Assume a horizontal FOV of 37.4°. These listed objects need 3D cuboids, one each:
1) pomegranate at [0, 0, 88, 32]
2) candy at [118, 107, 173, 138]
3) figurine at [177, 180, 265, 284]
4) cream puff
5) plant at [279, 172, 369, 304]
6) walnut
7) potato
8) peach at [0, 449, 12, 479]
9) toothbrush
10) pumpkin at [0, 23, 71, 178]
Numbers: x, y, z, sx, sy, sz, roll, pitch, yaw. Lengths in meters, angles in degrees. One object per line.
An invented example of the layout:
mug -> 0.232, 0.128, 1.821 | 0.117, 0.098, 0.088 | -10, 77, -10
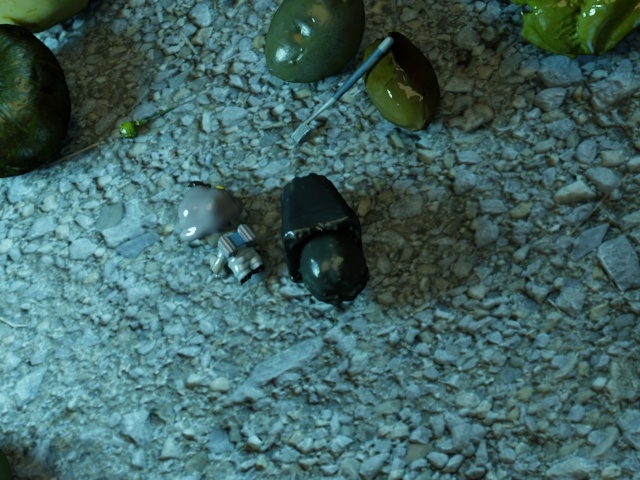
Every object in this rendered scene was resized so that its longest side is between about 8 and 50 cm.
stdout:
pomegranate -> -0.611, -0.592, 1.938 | 0.342, 0.342, 0.342 | -2, 66, 4
candy -> -0.350, -0.241, 1.900 | 0.123, 0.035, 0.035 | -31, 77, -19
figurine -> -0.189, -0.024, 1.745 | 0.137, 0.112, 0.229 | -33, 77, -15
cream puff -> 0.499, -0.506, 1.834 | 0.378, 0.275, 0.378 | 4, 37, -3
plant -> 0.000, 0.000, 1.689 | 0.141, 0.164, 0.256 | -16, 50, -6
walnut -> 0.154, -0.309, 1.829 | 0.137, 0.137, 0.245 | -22, 64, -5
potato -> -0.012, -0.414, 1.882 | 0.235, 0.160, 0.178 | -40, 43, 3
peach -> -0.651, 0.406, 1.508 | 0.292, 0.247, 0.292 | 9, 56, -14
toothbrush -> 0.043, -0.286, 1.818 | 0.275, 0.019, 0.025 | -44, 62, 18
pumpkin -> -0.605, -0.258, 1.813 | 0.232, 0.242, 0.325 | 23, 74, 23
